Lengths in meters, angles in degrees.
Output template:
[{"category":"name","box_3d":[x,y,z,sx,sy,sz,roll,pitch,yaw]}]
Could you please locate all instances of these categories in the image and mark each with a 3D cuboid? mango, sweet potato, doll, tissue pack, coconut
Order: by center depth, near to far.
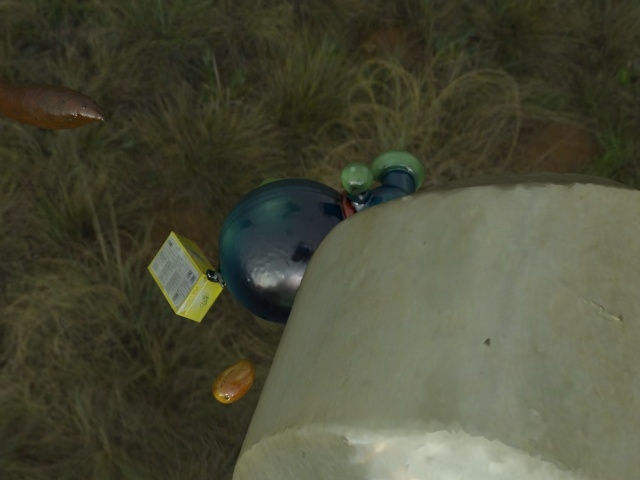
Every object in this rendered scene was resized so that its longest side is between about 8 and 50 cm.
[{"category":"coconut","box_3d":[0.106,0.121,0.454,0.322,0.323,0.323,0,59,1]},{"category":"sweet potato","box_3d":[-0.356,-0.169,0.993,0.264,0.057,0.057,14,58,32]},{"category":"doll","box_3d":[0.000,0.001,1.066,0.321,0.199,0.186,-20,38,8]},{"category":"mango","box_3d":[-0.140,0.227,1.310,0.060,0.046,0.089,5,41,33]},{"category":"tissue pack","box_3d":[-0.264,0.069,1.571,0.095,0.062,0.176,-56,40,9]}]
